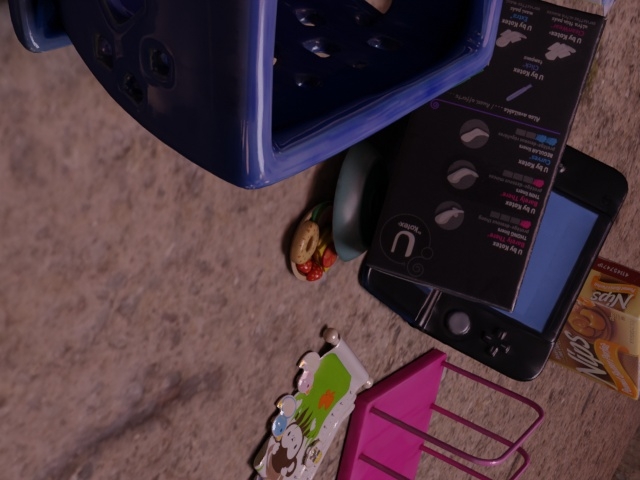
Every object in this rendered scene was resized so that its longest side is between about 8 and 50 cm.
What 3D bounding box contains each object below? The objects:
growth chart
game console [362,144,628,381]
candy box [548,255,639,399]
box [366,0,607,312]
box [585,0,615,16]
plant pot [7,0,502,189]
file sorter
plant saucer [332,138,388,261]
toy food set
[{"bbox_3d":[-0.018,0.217,1.004,0.237,0.021,0.172,-62,150,-9],"label":"growth chart"},{"bbox_3d":[0.212,-0.014,1.075,0.293,0.250,0.173,-62,177,-7],"label":"game console"},{"bbox_3d":[0.472,0.141,1.589,0.087,0.183,0.316,-55,149,-19],"label":"candy box"},{"bbox_3d":[0.154,-0.086,0.887,0.165,0.143,0.270,-4,111,-80],"label":"box"},{"bbox_3d":[0.363,-0.386,1.173,0.109,0.042,0.178,-53,149,-21],"label":"box"},{"bbox_3d":[-0.037,-0.195,0.479,0.236,0.212,0.236,-33,137,-45],"label":"plant pot"},{"bbox_3d":[0.144,0.327,1.182,0.202,0.182,0.291,-20,127,-53],"label":"file sorter"},{"bbox_3d":[0.042,-0.037,0.886,0.119,0.021,0.119,10,90,-70],"label":"plant saucer"},{"bbox_3d":[0.000,0.000,0.876,0.082,0.020,0.083,-51,147,-26],"label":"toy food set"}]
